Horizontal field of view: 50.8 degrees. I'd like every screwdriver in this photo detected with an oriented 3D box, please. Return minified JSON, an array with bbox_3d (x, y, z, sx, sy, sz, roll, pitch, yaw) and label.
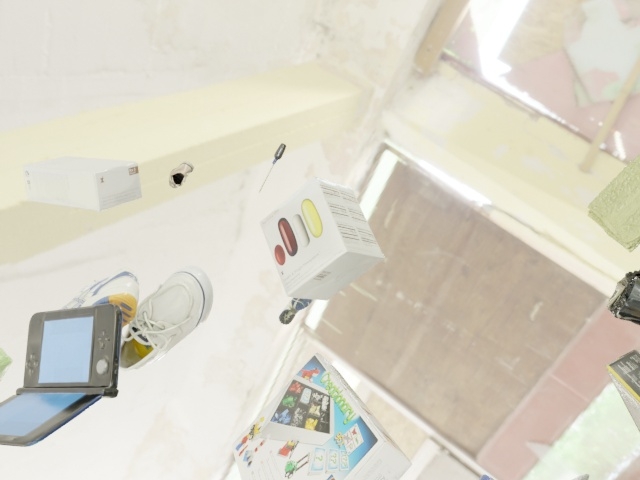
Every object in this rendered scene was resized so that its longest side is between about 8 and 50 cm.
[{"bbox_3d":[-0.150,-0.219,2.028,0.025,0.024,0.170,36,-101,-31],"label":"screwdriver"}]

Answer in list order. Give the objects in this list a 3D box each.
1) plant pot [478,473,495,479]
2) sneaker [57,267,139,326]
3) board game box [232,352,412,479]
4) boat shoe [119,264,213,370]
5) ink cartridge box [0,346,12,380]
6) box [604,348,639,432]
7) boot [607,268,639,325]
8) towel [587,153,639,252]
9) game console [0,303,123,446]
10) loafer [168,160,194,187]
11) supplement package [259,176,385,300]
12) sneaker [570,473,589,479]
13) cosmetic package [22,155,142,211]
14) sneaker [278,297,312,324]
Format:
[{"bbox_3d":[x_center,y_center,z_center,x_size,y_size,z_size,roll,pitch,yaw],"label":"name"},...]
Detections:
[{"bbox_3d":[0.464,0.817,1.873,0.236,0.236,0.212,-41,-14,-46],"label":"plant pot"},{"bbox_3d":[-0.528,0.163,1.540,0.296,0.131,0.112,-23,-52,17],"label":"sneaker"},{"bbox_3d":[-0.016,0.277,0.875,0.193,0.053,0.305,-47,17,-3],"label":"board game box"},{"bbox_3d":[-0.392,0.199,1.573,0.367,0.136,0.156,-43,-7,36],"label":"boat shoe"},{"bbox_3d":[-0.528,0.136,0.890,0.171,0.235,0.056,-51,-11,24],"label":"ink cartridge box"},{"bbox_3d":[0.664,0.379,1.220,0.079,0.257,0.322,-32,15,7],"label":"box"},{"bbox_3d":[0.594,0.124,1.126,0.094,0.207,0.246,-66,-22,2],"label":"boot"},{"bbox_3d":[0.522,-0.066,1.110,0.027,0.110,0.148,0,-46,-45],"label":"towel"},{"bbox_3d":[-0.529,0.244,1.253,0.173,0.293,0.251,17,-111,-52],"label":"game console"},{"bbox_3d":[-0.364,-0.162,1.721,0.125,0.045,0.039,-34,24,52],"label":"loafer"},{"bbox_3d":[0.000,0.000,1.543,0.194,0.203,0.149,-38,-30,28],"label":"supplement package"},{"bbox_3d":[0.631,0.675,1.643,0.365,0.137,0.210,12,-49,-43],"label":"sneaker"},{"bbox_3d":[-0.493,-0.121,1.393,0.117,0.231,0.086,-27,-59,-52],"label":"cosmetic package"},{"bbox_3d":[-0.072,0.188,1.994,0.135,0.052,0.058,-43,6,10],"label":"sneaker"}]
